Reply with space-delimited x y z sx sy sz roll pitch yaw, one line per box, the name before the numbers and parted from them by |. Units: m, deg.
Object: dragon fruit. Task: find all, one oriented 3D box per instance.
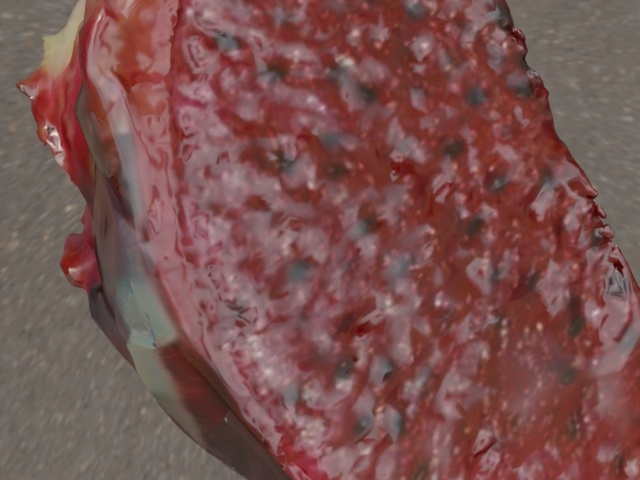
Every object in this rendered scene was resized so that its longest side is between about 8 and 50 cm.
dragon fruit | -0.011 0.005 0.471 0.126 0.161 0.274 -33 108 -20
